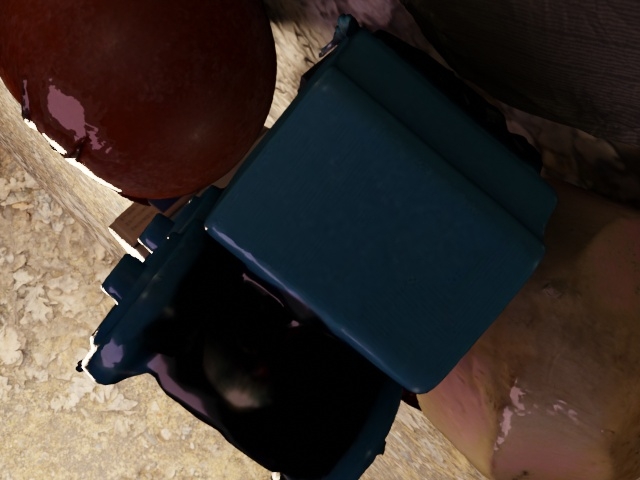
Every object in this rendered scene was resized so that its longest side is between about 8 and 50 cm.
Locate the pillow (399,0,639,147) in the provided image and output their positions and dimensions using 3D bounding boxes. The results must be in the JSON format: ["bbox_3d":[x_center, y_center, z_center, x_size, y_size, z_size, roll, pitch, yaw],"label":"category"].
[{"bbox_3d":[0.142,-0.131,0.454,0.335,0.092,0.162,27,148,49],"label":"pillow"}]

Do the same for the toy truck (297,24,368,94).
[{"bbox_3d":[0.064,-0.082,0.761,0.192,0.083,0.092,55,161,-20],"label":"toy truck"}]

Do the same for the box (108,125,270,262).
[{"bbox_3d":[-0.080,0.037,1.074,0.065,0.200,0.343,34,161,43],"label":"box"}]

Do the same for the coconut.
[{"bbox_3d":[0.165,0.068,0.643,0.197,0.237,0.237,16,-174,-40],"label":"coconut"}]

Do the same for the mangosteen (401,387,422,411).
[{"bbox_3d":[0.119,0.081,0.844,0.172,0.172,0.184,28,174,46],"label":"mangosteen"}]

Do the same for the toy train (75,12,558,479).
[{"bbox_3d":[0.000,0.000,0.568,0.188,0.265,0.300,38,-173,-8],"label":"toy train"}]

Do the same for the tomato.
[{"bbox_3d":[-0.164,-0.172,0.835,0.265,0.265,0.265,41,162,17],"label":"tomato"}]
